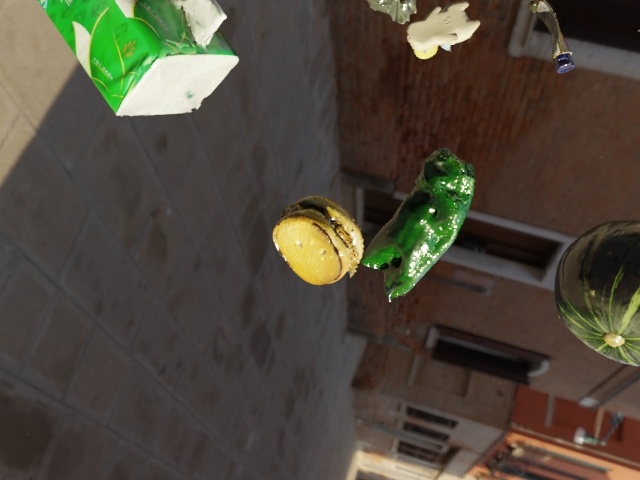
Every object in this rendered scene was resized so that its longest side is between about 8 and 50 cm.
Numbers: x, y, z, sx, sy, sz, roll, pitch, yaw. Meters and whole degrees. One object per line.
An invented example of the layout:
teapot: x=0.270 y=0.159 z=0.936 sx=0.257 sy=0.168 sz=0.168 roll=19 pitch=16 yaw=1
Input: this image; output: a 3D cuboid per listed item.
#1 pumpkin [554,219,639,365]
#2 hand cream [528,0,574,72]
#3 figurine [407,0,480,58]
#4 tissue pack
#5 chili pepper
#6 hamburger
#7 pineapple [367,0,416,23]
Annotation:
pumpkin: x=0.633 y=0.111 z=1.564 sx=0.241 sy=0.323 sz=0.323 roll=-46 pitch=158 yaw=-27
hand cream: x=0.445 y=-0.401 z=1.489 sx=0.062 sy=0.039 sz=0.163 roll=56 pitch=15 yaw=-76
figurine: x=0.134 y=-0.226 z=0.859 sx=0.050 sy=0.083 sz=0.047 roll=81 pitch=-10 yaw=-66
tissue pack: x=-0.201 y=-0.273 z=0.887 sx=0.156 sy=0.209 sz=0.148 roll=-42 pitch=168 yaw=29
chili pepper: x=0.130 y=-0.015 z=1.032 sx=0.061 sy=0.098 sz=0.224 roll=-14 pitch=139 yaw=-59
hamburger: x=-0.007 y=-0.005 z=1.592 sx=0.118 sy=0.191 sz=0.181 roll=-43 pitch=128 yaw=-41
pineapple: x=0.131 y=-0.466 z=1.295 sx=0.237 sy=0.111 sz=0.119 roll=86 pitch=-18 yaw=-64
